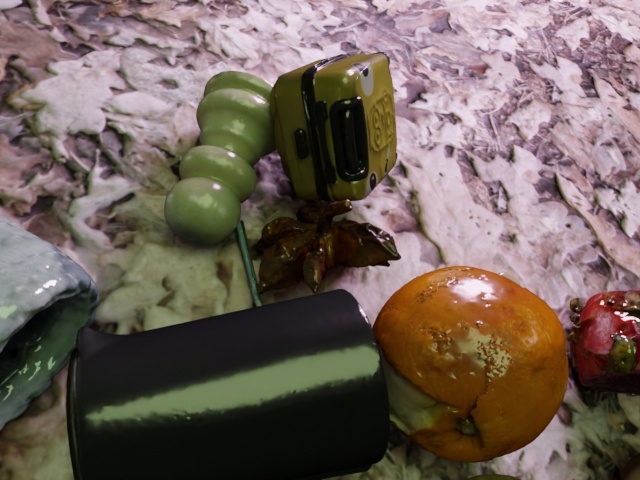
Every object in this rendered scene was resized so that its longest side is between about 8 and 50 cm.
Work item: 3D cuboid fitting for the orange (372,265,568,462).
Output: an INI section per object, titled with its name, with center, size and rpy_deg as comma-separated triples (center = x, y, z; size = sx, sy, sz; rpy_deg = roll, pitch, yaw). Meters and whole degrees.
[orange]
center = 0.176, 0.150, 0.658
size = 0.240, 0.240, 0.239
rpy_deg = 7, 60, -12

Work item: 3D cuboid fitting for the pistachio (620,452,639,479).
[pistachio]
center = 0.531, 0.363, 0.690
size = 0.288, 0.166, 0.197
rpy_deg = 24, 81, -7

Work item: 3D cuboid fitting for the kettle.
[kettle]
center = -0.102, 0.205, 0.605
size = 0.308, 0.262, 0.203
rpy_deg = -8, 29, -17

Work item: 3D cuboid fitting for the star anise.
[star anise]
center = 0.002, 0.003, 0.747
size = 0.213, 0.196, 0.111
rpy_deg = -12, 97, 10

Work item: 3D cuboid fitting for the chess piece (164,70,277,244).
[chess piece]
center = -0.146, -0.109, 0.783
size = 0.145, 0.144, 0.251
rpy_deg = 20, 65, -5

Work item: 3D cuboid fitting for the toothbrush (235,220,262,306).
[toothbrush]
center = -0.098, 0.067, 0.758
size = 0.019, 0.016, 0.219
rpy_deg = -11, 66, -12

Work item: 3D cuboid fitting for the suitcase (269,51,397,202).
[suitcase]
center = 0.025, -0.173, 0.792
size = 0.143, 0.193, 0.235
rpy_deg = 2, 26, 24

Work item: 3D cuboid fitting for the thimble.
[thimble]
center = -0.373, 0.096, 0.550
size = 0.172, 0.205, 0.250
rpy_deg = 31, 63, 3

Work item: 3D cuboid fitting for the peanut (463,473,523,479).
[peanut]
center = 0.132, 0.374, 0.581
size = 0.306, 0.147, 0.147
rpy_deg = -20, 69, -21

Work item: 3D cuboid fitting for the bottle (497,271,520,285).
[bottle]
center = 0.260, 0.083, 0.803
size = 0.045, 0.096, 0.045
rpy_deg = 6, 61, -11

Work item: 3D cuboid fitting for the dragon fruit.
[dragon fruit]
center = 0.481, 0.145, 0.782
size = 0.282, 0.211, 0.146
rpy_deg = 20, 61, -36
